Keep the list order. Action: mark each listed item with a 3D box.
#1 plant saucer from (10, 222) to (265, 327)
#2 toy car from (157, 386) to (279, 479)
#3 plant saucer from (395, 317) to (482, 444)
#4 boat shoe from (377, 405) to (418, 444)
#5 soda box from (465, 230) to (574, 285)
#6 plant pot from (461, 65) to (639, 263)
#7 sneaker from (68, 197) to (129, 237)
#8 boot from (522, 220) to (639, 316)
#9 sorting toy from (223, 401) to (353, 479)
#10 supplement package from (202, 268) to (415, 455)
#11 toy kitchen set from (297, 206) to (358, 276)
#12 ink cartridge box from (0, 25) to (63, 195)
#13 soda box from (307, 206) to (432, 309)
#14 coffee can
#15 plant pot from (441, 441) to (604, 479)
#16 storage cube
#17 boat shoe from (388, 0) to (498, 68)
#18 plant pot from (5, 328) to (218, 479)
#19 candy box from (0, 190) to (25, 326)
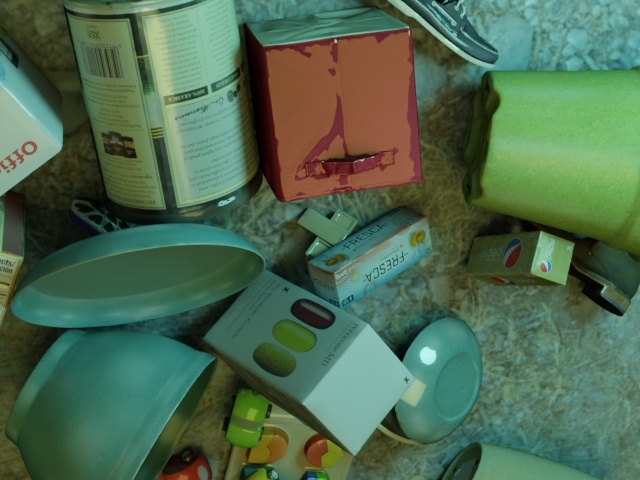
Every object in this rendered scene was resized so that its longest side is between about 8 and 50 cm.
[{"bbox_3d":[-0.228,0.043,1.487,0.318,0.043,0.317,-12,163,-4],"label":"plant saucer"},{"bbox_3d":[-0.127,0.317,1.751,0.239,0.053,0.225,15,117,-4],"label":"toy car"},{"bbox_3d":[0.188,0.212,1.756,0.195,0.037,0.195,-14,109,-43],"label":"plant saucer"},{"bbox_3d":[0.090,0.215,1.764,0.254,0.095,0.079,37,115,-16],"label":"boat shoe"},{"bbox_3d":[0.274,0.027,1.657,0.058,0.181,0.061,18,81,-21],"label":"soda box"},{"bbox_3d":[0.327,-0.120,1.573,0.254,0.276,0.276,7,115,-3],"label":"plant pot"},{"bbox_3d":[-0.280,0.014,1.594,0.071,0.068,0.170,-35,119,12],"label":"sneaker"},{"bbox_3d":[0.395,0.007,1.751,0.219,0.082,0.106,41,80,-22],"label":"boot"},{"bbox_3d":[-0.045,0.344,1.827,0.193,0.038,0.208,7,114,-16],"label":"sorting toy"},{"bbox_3d":[-0.018,0.158,1.596,0.139,0.244,0.134,-50,128,-13],"label":"supplement package"},{"bbox_3d":[0.000,0.000,1.674,0.068,0.075,0.083,33,69,12],"label":"toy kitchen set"},{"bbox_3d":[-0.460,-0.178,1.381,0.198,0.197,0.270,-36,118,6],"label":"ink cartridge box"},{"bbox_3d":[0.070,0.022,1.634,0.183,0.058,0.063,-30,123,-31],"label":"soda box"},{"bbox_3d":[-0.187,-0.184,1.437,0.202,0.201,0.275,-11,118,-7],"label":"coffee can"},{"bbox_3d":[0.326,0.439,1.860,0.274,0.256,0.256,34,105,-9],"label":"plant pot"},{"bbox_3d":[0.011,-0.176,1.485,0.184,0.215,0.193,-9,111,-8],"label":"storage cube"},{"bbox_3d":[0.160,-0.296,1.532,0.206,0.075,0.065,32,109,-20],"label":"boat shoe"},{"bbox_3d":[-0.297,0.238,1.604,0.196,0.293,0.293,29,109,4],"label":"plant pot"},{"bbox_3d":[-0.463,0.104,1.530,0.088,0.183,0.316,15,112,-20],"label":"candy box"}]
